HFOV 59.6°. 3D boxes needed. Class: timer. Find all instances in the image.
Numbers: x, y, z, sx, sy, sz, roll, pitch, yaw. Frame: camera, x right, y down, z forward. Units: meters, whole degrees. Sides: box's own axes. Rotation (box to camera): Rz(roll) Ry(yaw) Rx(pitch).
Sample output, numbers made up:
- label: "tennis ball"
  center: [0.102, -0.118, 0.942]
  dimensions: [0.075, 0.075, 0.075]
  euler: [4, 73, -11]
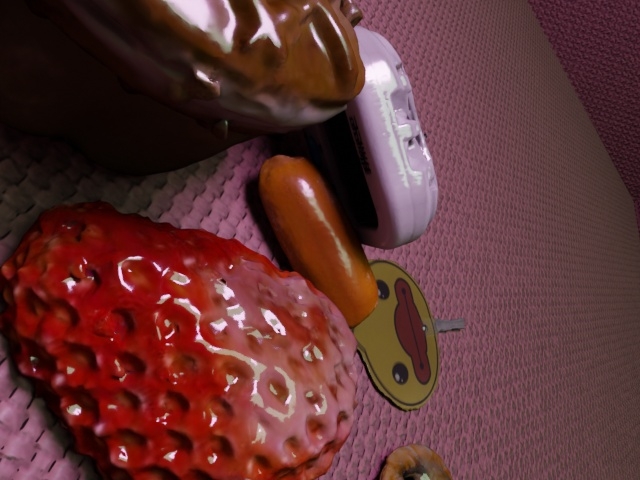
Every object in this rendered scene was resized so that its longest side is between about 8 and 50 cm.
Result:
- label: "timer"
  center: [0.051, -0.121, 0.696]
  dimensions: [0.087, 0.237, 0.262]
  euler: [-21, 101, -16]

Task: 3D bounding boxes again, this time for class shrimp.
- label: "shrimp"
  center: [0.112, 0.342, 0.694]
  dimensions: [0.254, 0.059, 0.145]
  euler: [-12, 80, -53]

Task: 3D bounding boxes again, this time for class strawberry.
- label: "strawberry"
  center: [-0.096, 0.088, 0.486]
  dimensions: [0.336, 0.149, 0.265]
  euler: [43, 46, -29]

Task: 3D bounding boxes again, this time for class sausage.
- label: "sausage"
  center: [0.000, 0.000, 0.695]
  dimensions: [0.098, 0.098, 0.238]
  euler: [-42, 107, -51]

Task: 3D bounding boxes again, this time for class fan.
- label: "fan"
  center: [0.145, 0.140, 0.870]
  dimensions: [0.335, 0.011, 0.230]
  euler: [6, 68, -48]

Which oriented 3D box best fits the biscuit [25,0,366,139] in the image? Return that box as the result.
- label: "biscuit"
  center: [-0.102, -0.246, 0.365]
  dimensions: [0.268, 0.115, 0.366]
  euler: [1, 70, -44]

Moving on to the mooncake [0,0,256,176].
- label: "mooncake"
  center: [-0.170, -0.246, 0.527]
  dimensions: [0.378, 0.200, 0.379]
  euler: [22, 57, -38]

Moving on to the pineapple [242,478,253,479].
- label: "pineapple"
  center: [-0.090, 0.283, 0.398]
  dimensions: [0.209, 0.344, 0.286]
  euler: [46, -1, 19]

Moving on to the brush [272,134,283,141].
- label: "brush"
  center: [-0.047, -0.217, 0.801]
  dimensions: [0.063, 0.016, 0.193]
  euler: [37, 47, -34]
